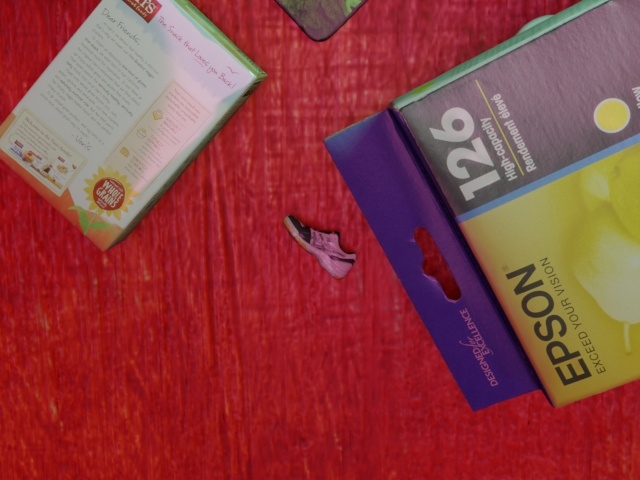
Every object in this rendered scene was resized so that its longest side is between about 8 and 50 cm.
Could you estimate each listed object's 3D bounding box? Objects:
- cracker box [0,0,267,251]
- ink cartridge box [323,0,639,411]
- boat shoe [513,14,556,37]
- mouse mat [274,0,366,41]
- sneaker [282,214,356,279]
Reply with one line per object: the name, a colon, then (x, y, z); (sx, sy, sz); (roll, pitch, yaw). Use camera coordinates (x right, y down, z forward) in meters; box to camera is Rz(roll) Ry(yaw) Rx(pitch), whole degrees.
cracker box: (-0.186, -0.126, 0.922); (0.155, 0.067, 0.232); (43, 104, -2)
ink cartridge box: (0.196, -0.016, 0.803); (0.307, 0.072, 0.304); (-27, 100, 19)
boat shoe: (0.273, -0.071, 0.855); (0.109, 0.094, 0.302); (-34, 94, 12)
mouse mat: (-0.012, -0.303, 0.897); (0.152, 0.007, 0.190); (-44, 93, 12)
sneaker: (0.000, 0.000, 0.942); (0.083, 0.032, 0.037); (43, 89, -6)
